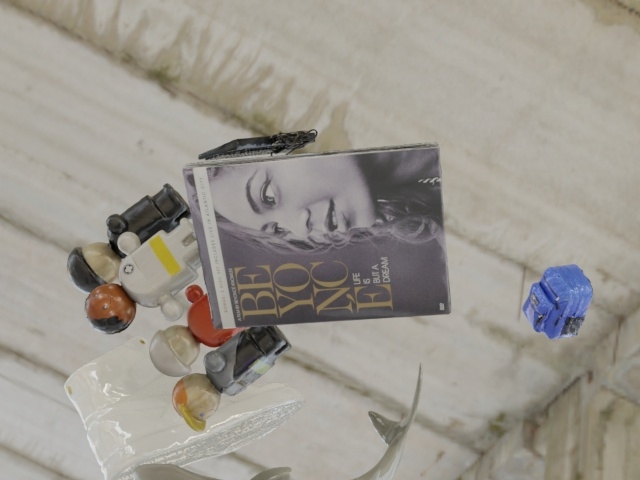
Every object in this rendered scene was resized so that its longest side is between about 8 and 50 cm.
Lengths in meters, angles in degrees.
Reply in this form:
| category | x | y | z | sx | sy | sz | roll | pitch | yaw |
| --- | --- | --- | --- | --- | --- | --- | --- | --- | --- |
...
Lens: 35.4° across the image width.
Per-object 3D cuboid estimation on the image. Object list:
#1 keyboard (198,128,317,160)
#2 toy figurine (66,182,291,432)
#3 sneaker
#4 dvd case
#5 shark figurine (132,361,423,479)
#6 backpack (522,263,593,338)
| category | x | y | z | sx | sy | sz | roll | pitch | yaw |
| --- | --- | --- | --- | --- | --- | --- | --- | --- | --- |
| keyboard | -0.074 | -0.121 | 1.388 | 0.100 | 0.192 | 0.038 | -19 | -92 | 35 |
| toy figurine | -0.151 | 0.069 | 1.034 | 0.148 | 0.209 | 0.213 | -38 | -65 | -1 |
| sneaker | -0.162 | 0.178 | 1.219 | 0.169 | 0.293 | 0.108 | 54 | -51 | 25 |
| dvd case | 0.000 | 0.000 | 0.890 | 0.221 | 0.018 | 0.164 | -4 | -64 | 7 |
| shark figurine | -0.013 | 0.214 | 0.879 | 0.278 | 0.166 | 0.116 | -15 | -41 | -15 |
| backpack | 0.421 | 0.106 | 1.774 | 0.101 | 0.098 | 0.120 | -5 | -45 | -26 |
